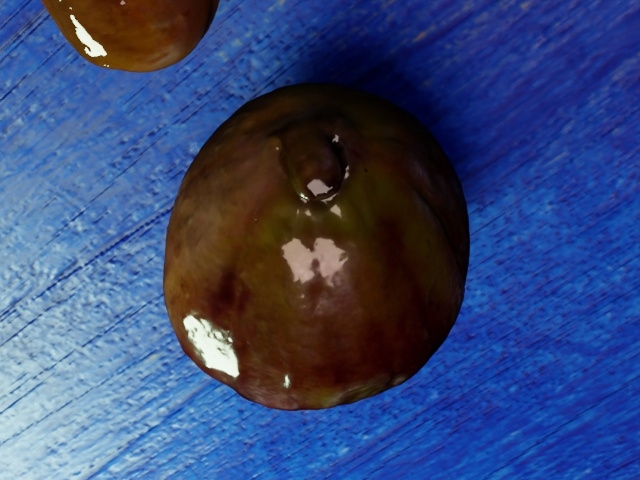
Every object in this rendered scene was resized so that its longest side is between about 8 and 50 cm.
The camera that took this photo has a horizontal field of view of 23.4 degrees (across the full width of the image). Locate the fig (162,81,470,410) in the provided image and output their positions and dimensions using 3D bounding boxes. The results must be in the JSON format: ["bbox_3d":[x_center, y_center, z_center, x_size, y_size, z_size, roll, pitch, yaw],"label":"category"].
[{"bbox_3d":[0.000,0.002,1.110,0.224,0.224,0.263,19,125,-2],"label":"fig"}]

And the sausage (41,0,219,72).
[{"bbox_3d":[-0.150,-0.224,1.019,0.133,0.133,0.258,-14,124,22],"label":"sausage"}]
